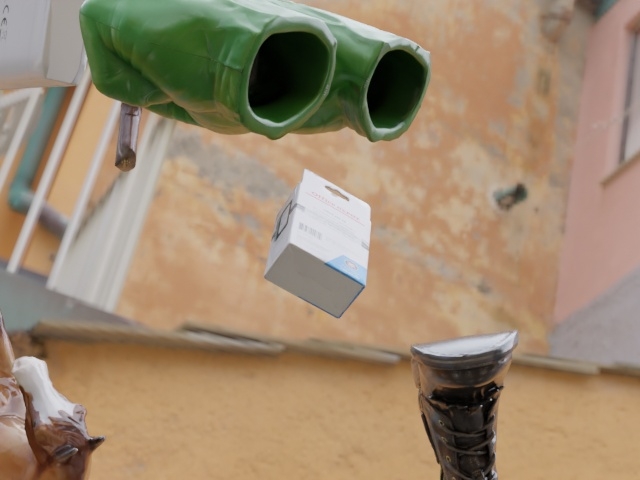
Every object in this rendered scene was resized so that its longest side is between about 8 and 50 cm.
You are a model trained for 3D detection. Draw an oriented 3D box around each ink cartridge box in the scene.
[{"bbox_3d":[0.000,0.000,0.651,0.048,0.083,0.028,30,-60,-13],"label":"ink cartridge box"}]

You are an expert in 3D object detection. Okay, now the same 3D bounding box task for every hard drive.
[{"bbox_3d":[-0.312,-0.267,1.184,0.047,0.233,0.353,8,0,-36],"label":"hard drive"}]

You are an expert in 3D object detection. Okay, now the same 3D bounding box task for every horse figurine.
[{"bbox_3d":[-0.198,0.123,0.581,0.066,0.174,0.263,7,-53,-53],"label":"horse figurine"}]

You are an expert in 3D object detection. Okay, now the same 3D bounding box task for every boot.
[{"bbox_3d":[0.136,0.201,1.020,0.091,0.229,0.263,-8,-12,1],"label":"boot"},{"bbox_3d":[-0.225,-0.148,1.427,0.037,0.114,0.106,10,-28,-9],"label":"boot"}]

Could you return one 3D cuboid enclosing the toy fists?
[{"bbox_3d":[-0.044,-0.115,0.784,0.142,0.096,0.279,24,15,25],"label":"toy fists"}]
